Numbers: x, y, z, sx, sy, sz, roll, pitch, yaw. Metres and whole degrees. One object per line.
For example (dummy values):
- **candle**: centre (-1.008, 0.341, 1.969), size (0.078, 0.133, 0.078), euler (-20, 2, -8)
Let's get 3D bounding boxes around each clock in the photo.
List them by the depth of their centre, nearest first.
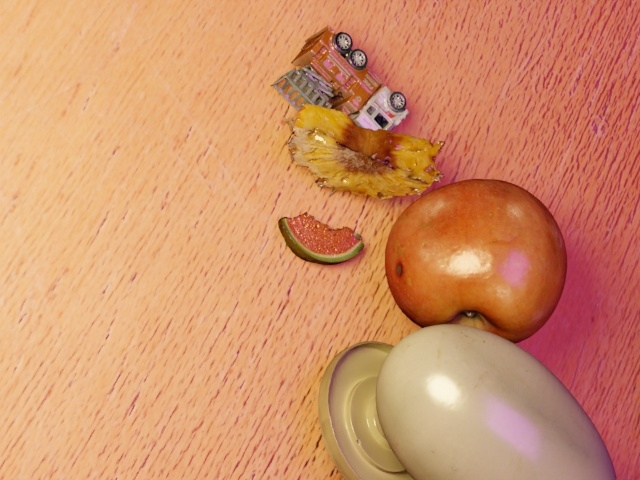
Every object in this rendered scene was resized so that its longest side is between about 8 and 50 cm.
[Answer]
- **clock**: centre (0.093, 0.252, 1.676), size (0.235, 0.029, 0.235), euler (22, 54, -34)

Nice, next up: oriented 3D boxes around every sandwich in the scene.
- **sandwich**: centre (-0.002, 0.001, 1.716), size (0.135, 0.029, 0.067), euler (16, 69, -23)

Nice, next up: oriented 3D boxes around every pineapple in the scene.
- **pineapple**: centre (0.050, -0.117, 1.713), size (0.233, 0.135, 0.079), euler (19, 59, -11)

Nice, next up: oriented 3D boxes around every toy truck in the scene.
- **toy truck**: centre (0.032, -0.208, 1.741), size (0.178, 0.080, 0.115), euler (44, 66, -14)

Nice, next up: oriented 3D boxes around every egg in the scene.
- **egg**: centre (0.236, 0.264, 1.604), size (0.371, 0.230, 0.230), euler (40, 66, -5)

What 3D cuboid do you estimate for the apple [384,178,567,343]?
- **apple**: centre (0.218, 0.039, 1.694), size (0.254, 0.253, 0.253), euler (5, 79, -26)
